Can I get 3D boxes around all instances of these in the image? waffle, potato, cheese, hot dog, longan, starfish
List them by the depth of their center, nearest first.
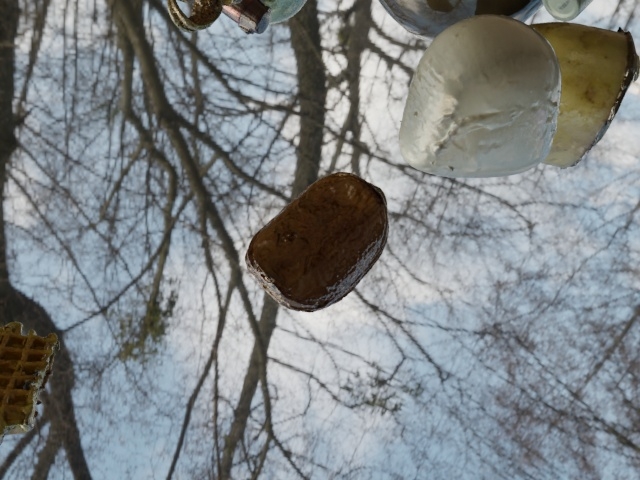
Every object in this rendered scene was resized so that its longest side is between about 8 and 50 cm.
[{"bbox_3d":[0.198,-0.174,0.969,0.198,0.189,0.154,-7,-133,-20],"label":"cheese"},{"bbox_3d":[-0.147,-0.376,1.083,0.146,0.190,0.074,61,-162,17],"label":"starfish"},{"bbox_3d":[-0.543,0.232,1.317,0.283,0.065,0.309,27,-150,29],"label":"waffle"},{"bbox_3d":[0.366,-0.249,1.334,0.242,0.285,0.242,1,-99,-4],"label":"potato"},{"bbox_3d":[0.000,0.000,1.422,0.196,0.122,0.272,39,-111,11],"label":"hot dog"},{"bbox_3d":[0.263,-0.517,1.443,0.404,0.404,0.336,12,-104,-4],"label":"longan"}]

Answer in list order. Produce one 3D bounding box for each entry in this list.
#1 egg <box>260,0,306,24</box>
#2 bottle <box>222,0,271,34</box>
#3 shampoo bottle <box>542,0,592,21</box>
[{"bbox_3d":[-0.094,-0.481,1.444,0.169,0.169,0.231,15,-141,-1],"label":"egg"},{"bbox_3d":[-0.151,-0.396,1.313,0.164,0.060,0.060,38,-137,11],"label":"bottle"},{"bbox_3d":[0.384,-0.381,1.108,0.065,0.065,0.204,36,-113,24],"label":"shampoo bottle"}]
